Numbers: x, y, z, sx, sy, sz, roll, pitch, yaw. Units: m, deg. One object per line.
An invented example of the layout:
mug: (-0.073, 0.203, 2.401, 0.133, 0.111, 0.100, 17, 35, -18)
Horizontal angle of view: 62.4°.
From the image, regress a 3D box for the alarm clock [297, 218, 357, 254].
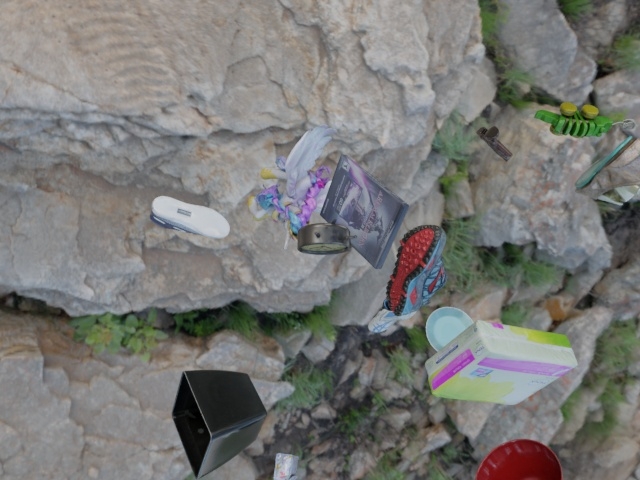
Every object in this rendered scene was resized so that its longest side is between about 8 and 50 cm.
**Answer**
alarm clock: (0.000, 0.000, 1.301, 0.129, 0.192, 0.064, 5, 72, -23)

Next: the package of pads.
package of pads: (0.428, 0.304, 1.275, 0.296, 0.101, 0.229, 13, 135, -24)

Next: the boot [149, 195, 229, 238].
boot: (-0.316, -0.047, 1.278, 0.190, 0.086, 0.069, 24, 65, -14)

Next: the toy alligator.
toy alligator: (0.484, -0.206, 0.952, 0.189, 0.051, 0.056, 7, 140, -2)

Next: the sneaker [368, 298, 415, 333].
sneaker: (0.214, 0.226, 1.662, 0.086, 0.237, 0.085, 44, 53, -1)

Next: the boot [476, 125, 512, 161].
boot: (0.466, -0.246, 1.369, 0.114, 0.106, 0.037, 42, 99, -17)

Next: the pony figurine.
pony figurine: (-0.058, -0.152, 1.600, 0.351, 0.363, 0.303, -50, 123, -5)

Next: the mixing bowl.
mixing bowl: (0.416, 0.506, 1.063, 0.181, 0.181, 0.098, -40, 111, -2)

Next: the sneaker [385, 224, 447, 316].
sneaker: (0.242, 0.062, 1.232, 0.125, 0.104, 0.262, -7, 135, -26)

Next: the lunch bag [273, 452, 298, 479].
lunch bag: (-0.085, 0.578, 1.318, 0.053, 0.083, 0.071, 3, 155, 13)

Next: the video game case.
video game case: (0.108, -0.081, 1.416, 0.026, 0.274, 0.196, -3, 125, -37)

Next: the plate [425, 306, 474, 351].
plate: (0.470, 0.332, 1.909, 0.188, 0.188, 0.024, -22, 157, -16)

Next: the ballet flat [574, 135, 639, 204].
ballet flat: (0.627, -0.128, 1.122, 0.107, 0.106, 0.316, -48, 168, 8)

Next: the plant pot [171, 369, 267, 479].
plant pot: (-0.241, 0.428, 1.287, 0.167, 0.187, 0.188, -5, 133, -35)
